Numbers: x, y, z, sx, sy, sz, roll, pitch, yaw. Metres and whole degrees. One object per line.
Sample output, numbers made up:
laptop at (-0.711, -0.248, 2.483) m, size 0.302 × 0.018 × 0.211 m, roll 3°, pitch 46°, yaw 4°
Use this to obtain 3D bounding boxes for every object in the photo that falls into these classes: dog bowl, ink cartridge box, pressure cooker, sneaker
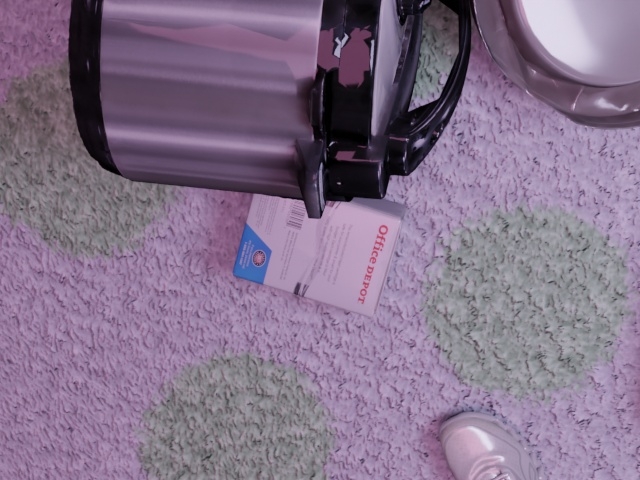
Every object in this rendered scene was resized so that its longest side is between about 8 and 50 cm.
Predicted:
dog bowl at (0.328, -0.306, 1.670) m, size 0.349 × 0.102 × 0.349 m, roll -2°, pitch 102°, yaw -10°
ink cartridge box at (0.000, 0.000, 1.850) m, size 0.191 × 0.082 × 0.139 m, roll 17°, pitch 106°, yaw 4°
pressure cooker at (-0.041, -0.224, 1.654) m, size 0.420 × 0.375 × 0.370 m, roll 5°, pitch 101°, yaw 9°
sneaker at (0.253, 0.350, 1.876) m, size 0.110 × 0.118 × 0.292 m, roll -34°, pitch 94°, yaw 17°
